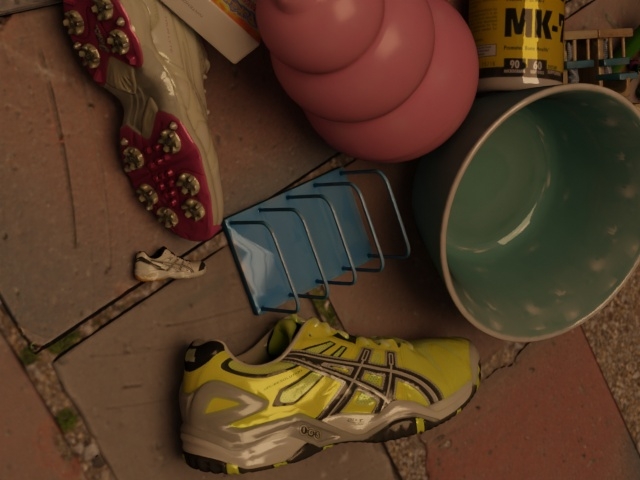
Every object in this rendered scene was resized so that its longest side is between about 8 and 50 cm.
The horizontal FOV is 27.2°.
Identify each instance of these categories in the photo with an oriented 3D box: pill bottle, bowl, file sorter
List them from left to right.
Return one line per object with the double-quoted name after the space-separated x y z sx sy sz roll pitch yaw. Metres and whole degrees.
0.000 0.000 1.493 0.170 0.104 0.118 -26 104 -29 "file sorter"
0.231 -0.052 1.572 0.311 0.163 0.311 -11 114 -26 "bowl"
0.241 -0.282 1.627 0.119 0.119 0.208 1 90 -31 "pill bottle"

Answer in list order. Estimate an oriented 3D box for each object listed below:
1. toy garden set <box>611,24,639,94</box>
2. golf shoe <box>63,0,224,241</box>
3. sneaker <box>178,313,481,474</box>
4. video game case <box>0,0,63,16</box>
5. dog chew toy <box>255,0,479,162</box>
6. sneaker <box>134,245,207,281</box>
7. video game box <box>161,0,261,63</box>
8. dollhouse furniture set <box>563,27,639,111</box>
0.539 -0.241 1.782 0.244 0.049 0.204 29 113 -27 "toy garden set"
-0.154 -0.151 1.397 0.140 0.115 0.306 -40 119 -45 "golf shoe"
0.023 0.150 1.487 0.385 0.145 0.147 -11 97 -32 "sneaker"
-0.330 -0.367 1.336 0.196 0.026 0.274 -20 101 -30 "video game case"
0.041 -0.208 1.404 0.332 0.207 0.206 31 72 -62 "dog chew toy"
-0.161 0.024 1.438 0.083 0.032 0.037 -4 93 -32 "sneaker"
-0.134 -0.312 1.390 0.205 0.048 0.187 39 40 -26 "video game box"
0.373 -0.202 1.664 0.129 0.184 0.129 -9 99 -31 "dollhouse furniture set"
